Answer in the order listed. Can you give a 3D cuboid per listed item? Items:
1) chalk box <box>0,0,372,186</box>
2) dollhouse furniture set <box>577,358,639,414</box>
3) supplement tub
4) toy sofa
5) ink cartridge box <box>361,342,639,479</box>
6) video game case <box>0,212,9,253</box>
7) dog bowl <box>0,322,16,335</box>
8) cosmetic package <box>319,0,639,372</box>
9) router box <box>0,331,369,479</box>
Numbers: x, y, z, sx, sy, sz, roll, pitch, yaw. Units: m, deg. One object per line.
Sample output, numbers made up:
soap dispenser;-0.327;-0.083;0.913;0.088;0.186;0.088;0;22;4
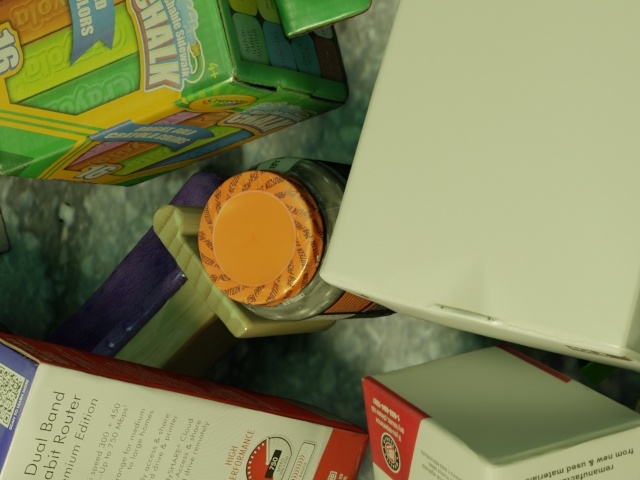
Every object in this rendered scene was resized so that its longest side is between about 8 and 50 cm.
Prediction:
chalk box;-0.104;-0.170;1.189;0.289;0.179;0.180;-20;80;27
dollhouse furniture set;0.238;0.134;1.083;0.076;0.058;0.152;-42;89;13
supplement tub;0.000;0.000;1.121;0.117;0.190;0.117;-1;87;28
toy sofa;-0.180;0.111;1.240;0.362;0.150;0.177;-45;70;20
ink cartridge box;0.127;0.228;0.998;0.197;0.114;0.273;-153;53;-67
video game case;-0.426;-0.040;1.449;0.285;0.025;0.204;-22;78;27
dog bowl;-0.361;0.240;1.169;0.408;0.150;0.408;2;93;32
cosmetic package;0.168;-0.119;1.023;0.217;0.156;0.385;15;87;29
router box;-0.145;0.254;1.057;0.082;0.301;0.336;20;92;47
